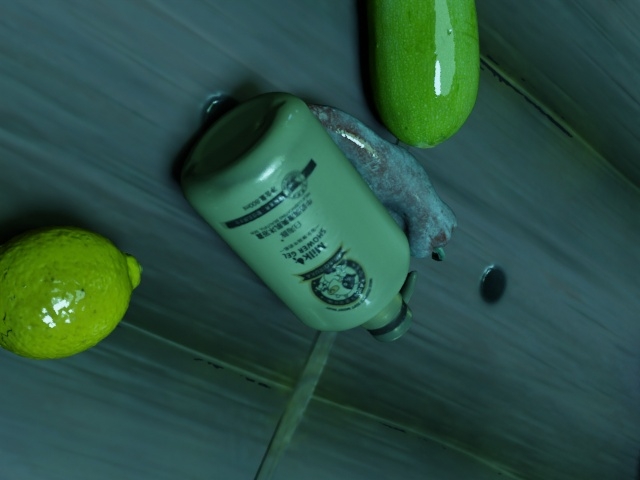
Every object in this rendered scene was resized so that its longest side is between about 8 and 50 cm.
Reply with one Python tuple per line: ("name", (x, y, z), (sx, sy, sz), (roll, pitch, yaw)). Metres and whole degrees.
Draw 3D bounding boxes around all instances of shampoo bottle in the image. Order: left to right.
("shampoo bottle", (0.000, 0.000, 0.488), (0.079, 0.079, 0.162), (-51, 123, -18))

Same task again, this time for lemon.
("lemon", (-0.121, 0.023, 0.414), (0.083, 0.062, 0.062), (-17, 108, -31))

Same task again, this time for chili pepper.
("chili pepper", (0.037, -0.036, 0.525), (0.153, 0.050, 0.041), (47, 47, -27))

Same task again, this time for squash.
("squash", (0.057, -0.153, 0.515), (0.066, 0.066, 0.201), (-11, 103, -35))
